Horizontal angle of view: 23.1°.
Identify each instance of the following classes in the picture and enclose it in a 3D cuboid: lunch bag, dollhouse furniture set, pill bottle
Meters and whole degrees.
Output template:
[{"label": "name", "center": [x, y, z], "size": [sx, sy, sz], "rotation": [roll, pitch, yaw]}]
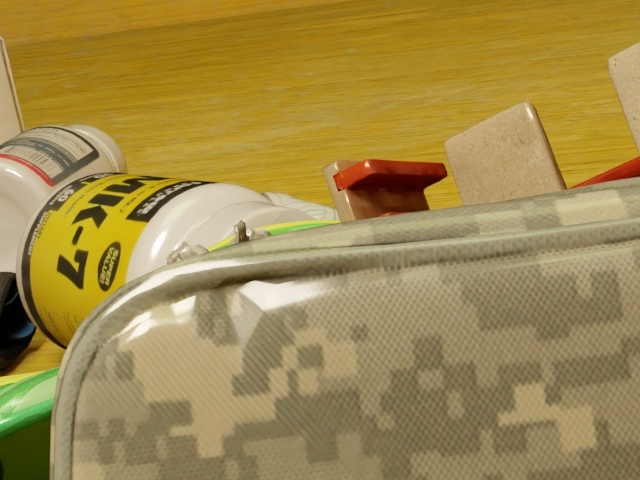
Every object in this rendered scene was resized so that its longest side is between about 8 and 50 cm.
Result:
[{"label": "lunch bag", "center": [0.085, 0.089, 0.435], "size": [0.305, 0.213, 0.256], "rotation": [-8, -3, 2]}, {"label": "dollhouse furniture set", "center": [0.133, -0.020, 0.688], "size": [0.259, 0.135, 0.262], "rotation": [-26, -15, 34]}, {"label": "pill bottle", "center": [-0.083, 0.023, 0.918], "size": [0.119, 0.119, 0.208], "rotation": [-20, 16, -34]}, {"label": "pill bottle", "center": [-0.222, -0.033, 1.249], "size": [0.107, 0.108, 0.180], "rotation": [-6, 15, 16]}]

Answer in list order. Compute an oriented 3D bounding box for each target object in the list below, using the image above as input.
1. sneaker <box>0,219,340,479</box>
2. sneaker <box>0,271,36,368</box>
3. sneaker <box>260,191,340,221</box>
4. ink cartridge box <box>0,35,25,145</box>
[{"label": "sneaker", "center": [-0.074, 0.086, 0.739], "size": [0.295, 0.109, 0.123], "rotation": [-27, 23, -20]}, {"label": "sneaker", "center": [-0.252, 0.045, 1.063], "size": [0.121, 0.079, 0.217], "rotation": [-9, 23, -8]}, {"label": "sneaker", "center": [0.000, 0.000, 1.103], "size": [0.061, 0.054, 0.152], "rotation": [-7, 18, -25]}, {"label": "ink cartridge box", "center": [-0.519, -0.081, 1.507], "size": [0.394, 0.166, 0.285], "rotation": [0, 19, 33]}]
